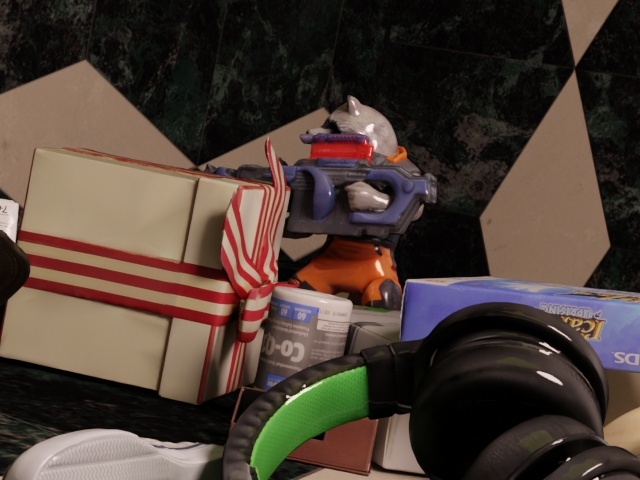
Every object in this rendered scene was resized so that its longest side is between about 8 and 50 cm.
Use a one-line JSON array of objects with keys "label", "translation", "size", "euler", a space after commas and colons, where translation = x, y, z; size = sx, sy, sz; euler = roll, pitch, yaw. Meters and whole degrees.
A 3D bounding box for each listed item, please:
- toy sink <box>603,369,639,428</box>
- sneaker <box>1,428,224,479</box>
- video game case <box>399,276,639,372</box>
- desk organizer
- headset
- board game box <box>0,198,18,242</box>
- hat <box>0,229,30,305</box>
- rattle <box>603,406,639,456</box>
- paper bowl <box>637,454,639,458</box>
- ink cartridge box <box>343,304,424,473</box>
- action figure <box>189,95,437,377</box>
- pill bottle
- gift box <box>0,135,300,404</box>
[{"label": "toy sink", "translation": [0.302, 0.162, 1.996], "size": [0.234, 0.153, 0.131], "euler": [7, 4, -34]}, {"label": "sneaker", "translation": [-0.130, 0.166, 1.227], "size": [0.091, 0.094, 0.258], "euler": [-4, -10, 27]}, {"label": "video game case", "translation": [0.236, 0.073, 1.747], "size": [0.269, 0.061, 0.244], "euler": [6, 2, 21]}, {"label": "desk organizer", "translation": [-0.015, 0.167, 1.748], "size": [0.130, 0.050, 0.047], "euler": [11, 3, 3]}, {"label": "headset", "translation": [0.136, 0.165, 1.253], "size": [0.394, 0.185, 0.243], "euler": [-8, 33, -6]}, {"label": "board game box", "translation": [-0.365, 0.038, 1.580], "size": [0.193, 0.053, 0.305], "euler": [9, -27, -16]}, {"label": "hat", "translation": [-0.379, 0.061, 1.419], "size": [0.331, 0.134, 0.331], "euler": [3, -27, 1]}, {"label": "rattle", "translation": [0.210, 0.199, 1.367], "size": [0.200, 0.142, 0.130], "euler": [-12, -27, -26]}, {"label": "paper bowl", "translation": [0.374, 0.201, 1.616], "size": [0.284, 0.148, 0.284], "euler": [11, 5, -1]}, {"label": "ink cartridge box", "translation": [0.110, 0.145, 1.912], "size": [0.211, 0.121, 0.289], "euler": [9, 4, -20]}, {"label": "action figure", "translation": [0.000, 0.000, 2.230], "size": [0.341, 0.330, 0.178], "euler": [13, 3, 33]}, {"label": "pill bottle", "translation": [-0.020, 0.116, 1.853], "size": [0.078, 0.137, 0.078], "euler": [11, 2, 0]}, {"label": "gift box", "translation": [-0.161, 0.016, 2.048], "size": [0.258, 0.276, 0.255], "euler": [13, 9, 10]}]
